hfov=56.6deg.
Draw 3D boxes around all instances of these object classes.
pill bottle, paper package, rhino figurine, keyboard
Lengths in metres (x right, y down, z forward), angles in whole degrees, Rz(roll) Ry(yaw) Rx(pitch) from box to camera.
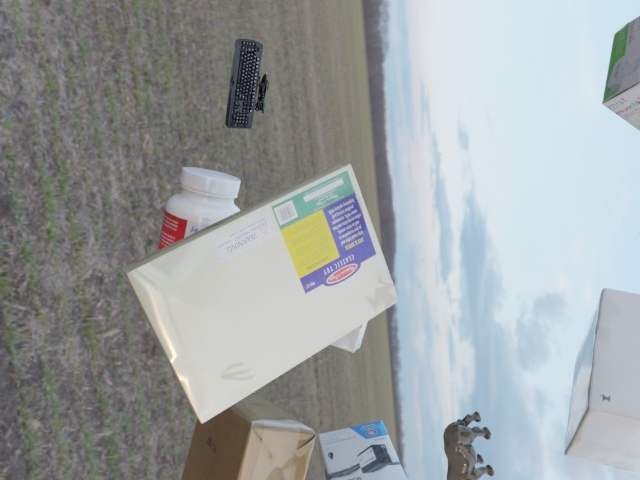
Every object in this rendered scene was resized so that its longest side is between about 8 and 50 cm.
[{"bbox_3d":[-0.362,-0.001,1.770,0.229,0.228,0.408,-63,166,-78],"label":"pill bottle"},{"bbox_3d":[-0.187,0.539,1.406,0.324,0.168,0.310,4,-102,60],"label":"paper package"},{"bbox_3d":[0.337,0.525,1.366,0.073,0.106,0.244,-176,-101,-72],"label":"rhino figurine"},{"bbox_3d":[-0.150,-0.337,1.297,0.100,0.038,0.192,-11,122,-43],"label":"keyboard"}]

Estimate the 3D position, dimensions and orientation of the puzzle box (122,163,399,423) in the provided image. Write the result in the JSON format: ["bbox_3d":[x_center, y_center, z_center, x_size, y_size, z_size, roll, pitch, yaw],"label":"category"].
[{"bbox_3d":[-0.076,0.076,0.978,0.052,0.408,0.272,11,-54,62],"label":"puzzle box"}]

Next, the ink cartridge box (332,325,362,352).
[{"bbox_3d":[0.069,0.181,1.330,0.198,0.067,0.115,43,64,-80],"label":"ink cartridge box"}]

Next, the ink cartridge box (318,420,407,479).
[{"bbox_3d":[0.131,0.721,1.811,0.307,0.223,0.129,-115,-162,-62],"label":"ink cartridge box"}]

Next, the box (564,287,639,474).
[{"bbox_3d":[0.555,0.267,1.067,0.345,0.168,0.215,65,39,-56],"label":"box"}]

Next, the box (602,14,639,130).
[{"bbox_3d":[0.875,-0.420,1.539,0.127,0.231,0.262,-35,-149,61],"label":"box"}]
